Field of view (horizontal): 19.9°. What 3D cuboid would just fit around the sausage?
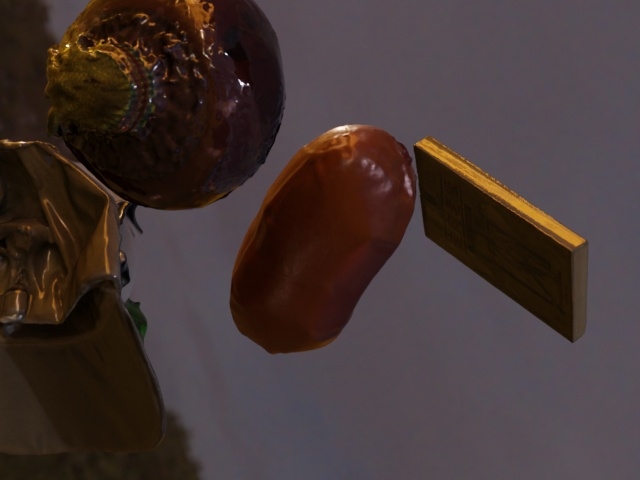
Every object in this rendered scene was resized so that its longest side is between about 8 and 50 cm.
[{"bbox_3d":[-0.002,-0.001,1.706,0.258,0.133,0.133,-59,-138,36],"label":"sausage"}]

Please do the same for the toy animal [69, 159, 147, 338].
[{"bbox_3d":[-0.268,0.065,1.720,0.212,0.213,0.266,-120,-145,-48],"label":"toy animal"}]

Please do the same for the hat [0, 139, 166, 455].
[{"bbox_3d":[-0.218,0.050,1.429,0.244,0.214,0.149,67,28,-48],"label":"hat"}]

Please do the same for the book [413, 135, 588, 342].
[{"bbox_3d":[0.195,-0.002,1.978,0.231,0.026,0.161,37,-27,32],"label":"book"}]

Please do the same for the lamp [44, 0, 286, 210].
[{"bbox_3d":[-0.102,-0.095,1.149,0.156,0.157,0.135,55,20,18],"label":"lamp"}]
